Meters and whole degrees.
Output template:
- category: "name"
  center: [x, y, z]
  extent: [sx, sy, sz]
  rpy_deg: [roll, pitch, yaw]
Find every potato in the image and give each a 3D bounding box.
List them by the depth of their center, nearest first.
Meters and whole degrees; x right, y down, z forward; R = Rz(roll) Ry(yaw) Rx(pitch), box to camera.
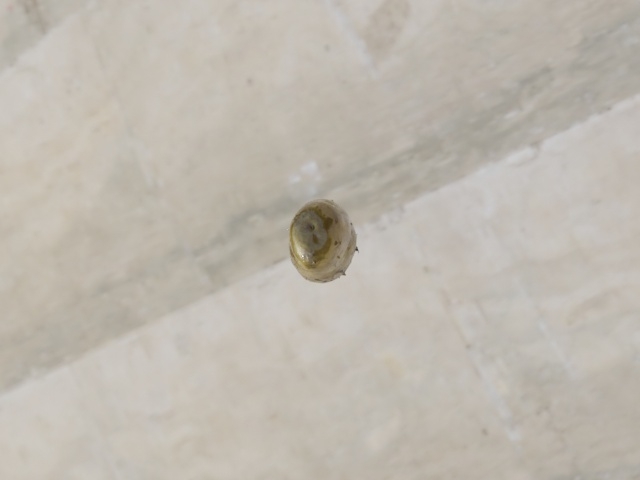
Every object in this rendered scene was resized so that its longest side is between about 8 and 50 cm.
- category: "potato"
  center: [0.000, 0.000, 1.054]
  extent: [0.040, 0.051, 0.083]
  rpy_deg: [14, 164, 15]
